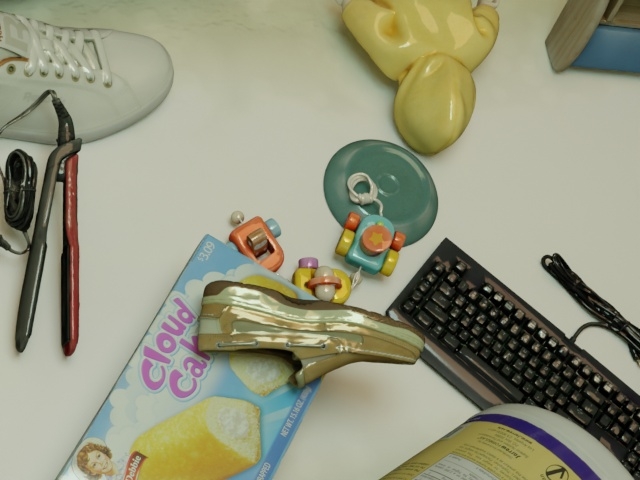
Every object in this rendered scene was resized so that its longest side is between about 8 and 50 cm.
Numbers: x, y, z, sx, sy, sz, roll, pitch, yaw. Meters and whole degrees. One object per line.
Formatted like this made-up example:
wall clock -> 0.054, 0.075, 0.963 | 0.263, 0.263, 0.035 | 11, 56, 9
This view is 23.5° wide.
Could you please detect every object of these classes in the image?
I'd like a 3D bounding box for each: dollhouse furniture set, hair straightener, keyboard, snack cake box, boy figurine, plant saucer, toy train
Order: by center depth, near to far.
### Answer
snack cake box -> -0.101, 0.144, 1.290 | 0.152, 0.089, 0.264 | 31, 58, -4
hair straightener -> -0.248, -0.017, 1.313 | 0.089, 0.047, 0.230 | 4, 81, -18
toy train -> 0.000, 0.000, 1.413 | 0.166, 0.046, 0.125 | -26, 80, -19
keyboard -> 0.232, 0.109, 1.466 | 0.317, 0.033, 0.201 | 40, 58, 1
plant saucer -> 0.062, -0.050, 1.489 | 0.119, 0.021, 0.119 | 9, 62, -17
dollhouse furniture set -> 0.391, -0.158, 1.509 | 0.198, 0.286, 0.303 | 2, 52, -19
boy figurine -> 0.105, -0.218, 1.551 | 0.177, 0.092, 0.285 | -5, 67, -23

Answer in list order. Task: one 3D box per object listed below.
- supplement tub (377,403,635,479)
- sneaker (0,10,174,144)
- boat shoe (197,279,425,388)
supplement tub -> 0.088, 0.300, 1.191 | 0.331, 0.241, 0.241 | -29, 77, -30
sneaker -> -0.257, -0.153, 1.365 | 0.290, 0.123, 0.106 | -10, 66, -26
boat shoe -> -0.010, 0.088, 1.270 | 0.190, 0.068, 0.072 | 11, 72, -5
